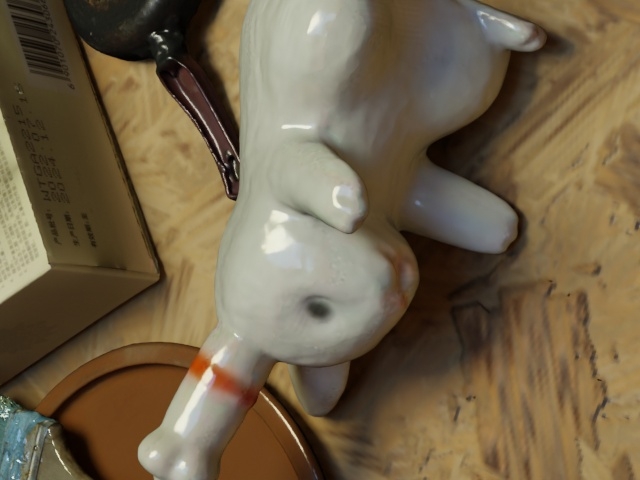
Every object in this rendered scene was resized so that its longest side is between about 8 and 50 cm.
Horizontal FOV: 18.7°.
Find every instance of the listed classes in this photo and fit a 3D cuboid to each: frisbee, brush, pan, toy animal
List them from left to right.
[{"bbox_3d":[-0.136,0.139,1.075,0.196,0.021,0.070,18,99,35],"label":"brush"},{"bbox_3d":[-0.088,0.180,1.062,0.251,0.021,0.250,-4,83,35],"label":"frisbee"},{"bbox_3d":[-0.088,-0.115,1.076,0.115,0.040,0.212,-36,66,34],"label":"pan"},{"bbox_3d":[0.011,-0.006,0.939,0.138,0.140,0.282,6,86,45],"label":"toy animal"}]

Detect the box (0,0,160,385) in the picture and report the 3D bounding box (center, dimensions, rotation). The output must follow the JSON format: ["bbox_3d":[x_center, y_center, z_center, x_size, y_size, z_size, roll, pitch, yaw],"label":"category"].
[{"bbox_3d":[-0.208,-0.035,1.121,0.168,0.095,0.212,-32,68,28],"label":"box"}]
